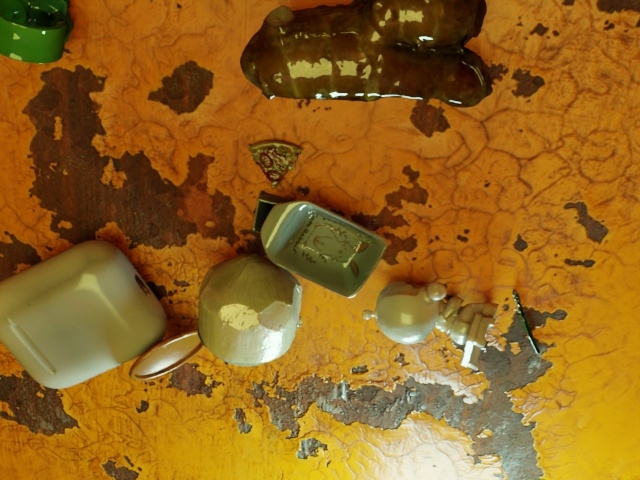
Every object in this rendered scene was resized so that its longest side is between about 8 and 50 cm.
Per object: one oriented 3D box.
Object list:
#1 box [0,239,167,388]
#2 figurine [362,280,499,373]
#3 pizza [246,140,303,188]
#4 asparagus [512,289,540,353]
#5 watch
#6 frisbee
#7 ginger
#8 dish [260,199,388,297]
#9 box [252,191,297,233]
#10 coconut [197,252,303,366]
[{"bbox_3d":[-0.532,0.165,1.600,0.349,0.141,0.288,-25,115,14],"label":"box"},{"bbox_3d":[0.215,0.164,1.475,0.257,0.182,0.144,15,79,10],"label":"figurine"},{"bbox_3d":[-0.080,-0.157,1.407,0.099,0.029,0.100,-24,112,21],"label":"pizza"},{"bbox_3d":[0.420,0.168,1.499,0.013,0.016,0.166,3,128,49],"label":"asparagus"},{"bbox_3d":[-0.533,-0.377,1.305,0.165,0.152,0.131,23,124,-4],"label":"watch"},{"bbox_3d":[-0.336,0.245,1.616,0.192,0.192,0.035,-44,69,28],"label":"frisbee"},{"bbox_3d":[0.074,-0.339,1.191,0.419,0.176,0.254,0,115,6],"label":"ginger"},{"bbox_3d":[0.000,0.000,1.442,0.234,0.064,0.154,26,114,-14],"label":"dish"},{"bbox_3d":[-0.093,-0.049,1.467,0.083,0.035,0.079,14,121,3],"label":"box"},{"bbox_3d":[-0.142,0.130,1.478,0.224,0.224,0.233,21,123,-1],"label":"coconut"}]
